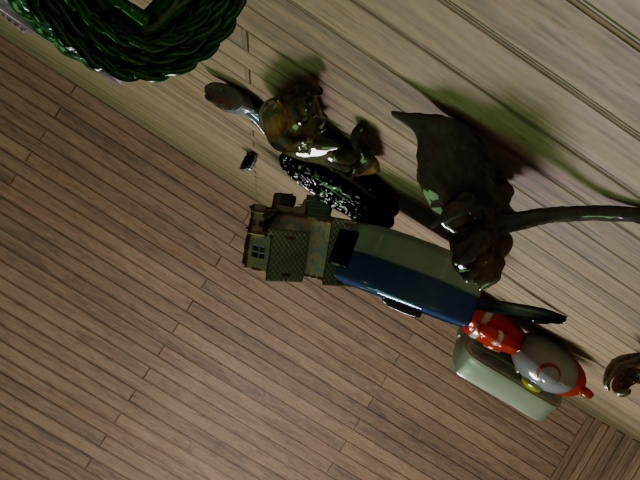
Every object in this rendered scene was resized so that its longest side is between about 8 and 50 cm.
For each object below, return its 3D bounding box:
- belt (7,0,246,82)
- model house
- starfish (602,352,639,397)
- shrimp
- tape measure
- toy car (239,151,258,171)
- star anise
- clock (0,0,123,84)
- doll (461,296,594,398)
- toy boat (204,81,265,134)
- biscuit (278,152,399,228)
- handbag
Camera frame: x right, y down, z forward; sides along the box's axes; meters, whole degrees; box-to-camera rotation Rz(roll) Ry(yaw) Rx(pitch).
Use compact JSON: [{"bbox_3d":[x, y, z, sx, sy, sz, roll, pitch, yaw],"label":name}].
[{"bbox_3d":[-0.118,-0.161,0.340,0.151,0.121,0.079,40,176,-35],"label":"belt"},{"bbox_3d":[0.000,0.000,1.241,0.206,0.178,0.271,14,-175,26],"label":"model house"},{"bbox_3d":[0.452,0.204,0.765,0.189,0.074,0.146,31,178,29],"label":"starfish"},{"bbox_3d":[0.003,-0.102,0.644,0.145,0.059,0.254,31,178,-15],"label":"shrimp"},{"bbox_3d":[0.185,0.073,0.850,0.351,0.098,0.215,18,176,8],"label":"tape measure"},{"bbox_3d":[-0.155,-0.170,1.341,0.025,0.041,0.093,26,179,-17],"label":"toy car"},{"bbox_3d":[0.168,-0.037,0.394,0.227,0.218,0.148,-14,115,27],"label":"star anise"},{"bbox_3d":[-0.376,-0.320,0.830,0.275,0.080,0.290,34,177,-27],"label":"clock"},{"bbox_3d":[0.390,0.211,1.228,0.336,0.106,0.200,33,-169,10],"label":"doll"},{"bbox_3d":[-0.091,-0.172,0.833,0.096,0.034,0.122,30,-175,35],"label":"toy boat"},{"bbox_3d":[0.024,-0.078,0.859,0.194,0.053,0.194,32,176,2],"label":"biscuit"},{"bbox_3d":[0.413,0.254,1.352,0.256,0.079,0.219,30,-144,-1],"label":"handbag"}]
